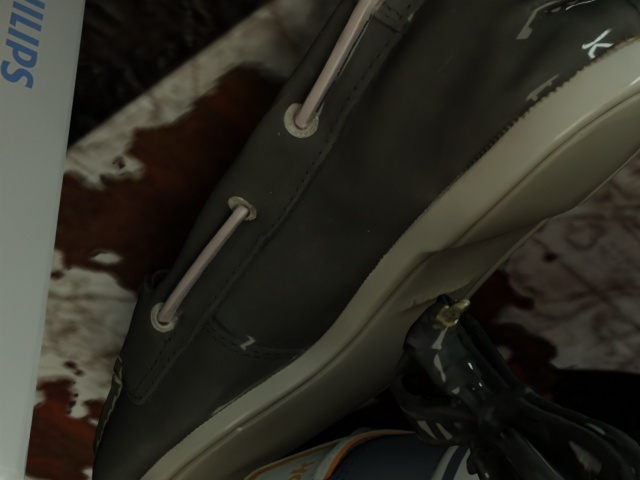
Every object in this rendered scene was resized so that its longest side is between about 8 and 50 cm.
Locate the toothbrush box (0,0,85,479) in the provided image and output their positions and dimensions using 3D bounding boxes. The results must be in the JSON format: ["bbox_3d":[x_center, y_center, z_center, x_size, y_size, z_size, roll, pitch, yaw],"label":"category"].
[{"bbox_3d":[-0.194,0.052,0.471,0.126,0.216,0.295,21,133,-23],"label":"toothbrush box"}]

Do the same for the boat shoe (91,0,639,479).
[{"bbox_3d":[0.000,0.000,0.528,0.112,0.095,0.335,-14,157,-44],"label":"boat shoe"}]

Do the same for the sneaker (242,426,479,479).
[{"bbox_3d":[0.068,0.156,0.657,0.127,0.126,0.321,0,155,26],"label":"sneaker"}]

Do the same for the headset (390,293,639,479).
[{"bbox_3d":[0.222,-0.008,0.427,0.394,0.185,0.243,-24,115,-15],"label":"headset"}]
